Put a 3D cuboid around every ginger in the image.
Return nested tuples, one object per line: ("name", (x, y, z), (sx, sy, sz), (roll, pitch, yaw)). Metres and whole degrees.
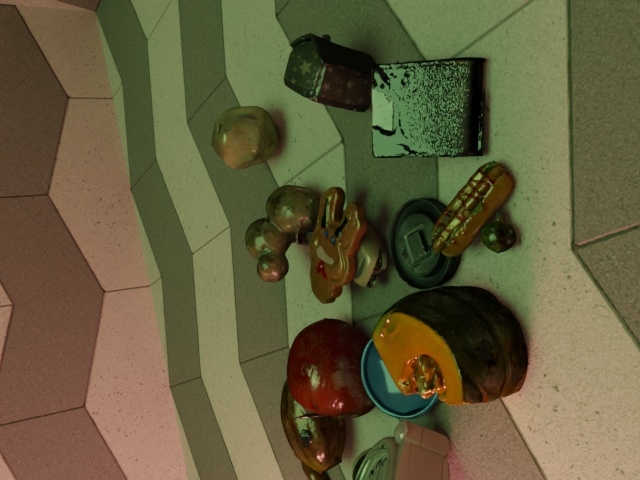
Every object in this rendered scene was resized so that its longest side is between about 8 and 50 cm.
("ginger", (-0.121, -0.029, 2.131), (0.245, 0.155, 0.303), (38, 105, 51))

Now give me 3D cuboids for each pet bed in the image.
("pet bed", (0.033, -0.443, 1.836), (0.183, 0.211, 0.159), (41, 119, 47))

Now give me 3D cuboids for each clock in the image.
("clock", (0.254, 0.007, 1.728), (0.226, 0.049, 0.225), (14, 107, 56))
("clock", (0.174, 0.648, 1.764), (0.325, 0.184, 0.342), (-51, 12, 44))

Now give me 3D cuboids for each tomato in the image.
("tomato", (0.015, 0.352, 1.945), (0.309, 0.170, 0.308), (-4, 78, 21))

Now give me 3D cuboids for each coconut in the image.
("coconut", (-0.252, -0.332, 2.266), (0.224, 0.224, 0.224), (15, 108, 55))

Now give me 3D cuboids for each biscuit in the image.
("biscuit", (0.032, 0.023, 1.920), (0.202, 0.047, 0.333), (47, 133, 45))

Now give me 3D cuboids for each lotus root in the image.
("lotus root", (-0.012, 0.546, 2.110), (0.193, 0.193, 0.290), (-26, 74, 55))

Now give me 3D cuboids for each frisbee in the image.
("frisbee", (0.212, 0.336, 1.819), (0.242, 0.045, 0.241), (0, 89, 37))

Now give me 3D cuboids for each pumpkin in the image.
("pumpkin", (0.289, 0.231, 1.573), (0.303, 0.226, 0.256), (-3, 97, 51))

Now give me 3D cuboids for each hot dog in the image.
("hot dog", (0.320, -0.062, 1.549), (0.250, 0.076, 0.104), (-52, 47, 25))

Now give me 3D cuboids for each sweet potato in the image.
("sweet potato", (-0.018, 0.749, 2.263), (0.202, 0.055, 0.058), (47, 133, 41))

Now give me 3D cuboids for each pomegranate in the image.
("pomegranate", (0.385, -0.016, 1.510), (0.073, 0.073, 0.084), (41, 111, 45))

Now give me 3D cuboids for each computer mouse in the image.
("computer mouse", (0.102, 0.021, 1.926), (0.236, 0.082, 0.145), (52, 135, 40))

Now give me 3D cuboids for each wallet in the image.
("wallet", (0.237, -0.294, 1.586), (0.263, 0.071, 0.220), (3, 101, 25))

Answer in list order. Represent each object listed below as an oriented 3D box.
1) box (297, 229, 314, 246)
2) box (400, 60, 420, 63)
("box", (0.000, 0.000, 2.116), (0.207, 0.041, 0.049), (11, 102, 55))
("box", (0.216, -0.326, 1.686), (0.146, 0.088, 0.200), (9, 104, 53))
